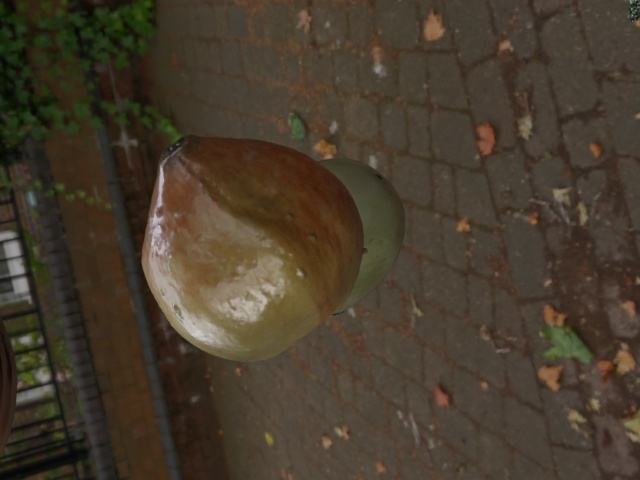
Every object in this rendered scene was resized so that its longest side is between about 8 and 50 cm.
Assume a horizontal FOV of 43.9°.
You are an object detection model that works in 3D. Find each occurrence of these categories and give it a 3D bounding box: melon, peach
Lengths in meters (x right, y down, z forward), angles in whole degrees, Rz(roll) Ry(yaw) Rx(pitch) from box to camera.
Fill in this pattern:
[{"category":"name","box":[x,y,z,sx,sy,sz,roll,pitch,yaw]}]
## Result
[{"category":"melon","box":[0.000,0.000,1.477,0.330,0.268,0.268,-48,48,19]},{"category":"peach","box":[-0.075,-0.003,0.776,0.232,0.232,0.232,167,90,-69]}]

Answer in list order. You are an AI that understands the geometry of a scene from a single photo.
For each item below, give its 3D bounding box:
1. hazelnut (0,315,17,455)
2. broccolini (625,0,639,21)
[{"category":"hazelnut","box":[-0.225,0.071,0.422,0.150,0.150,0.150,167,90,-69]},{"category":"broccolini","box":[0.233,-0.240,0.591,0.054,0.051,0.239,101,178,-47]}]
